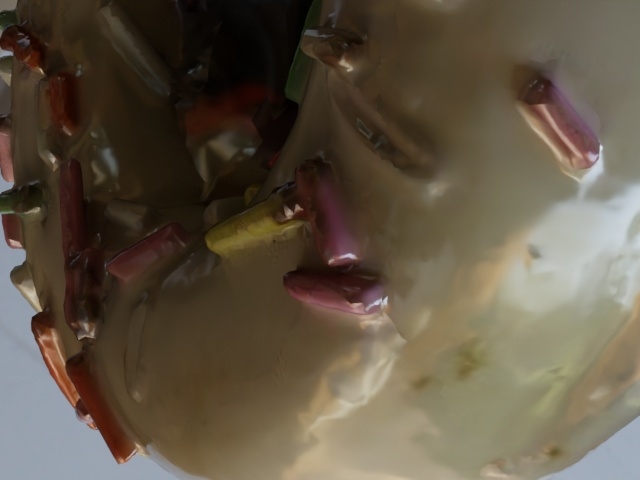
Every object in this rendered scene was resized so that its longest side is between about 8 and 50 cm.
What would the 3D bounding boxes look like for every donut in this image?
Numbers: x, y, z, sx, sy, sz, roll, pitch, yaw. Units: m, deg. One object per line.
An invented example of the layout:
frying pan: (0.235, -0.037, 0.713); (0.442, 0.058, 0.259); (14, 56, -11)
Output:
donut: (-0.004, -0.079, 0.545); (0.142, 0.382, 0.382); (7, 57, -35)
